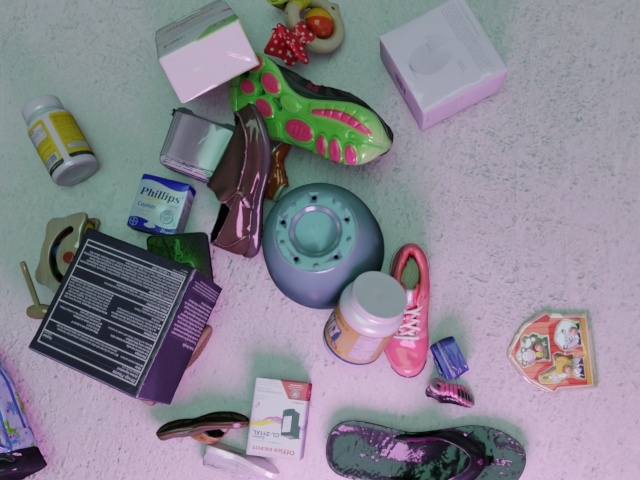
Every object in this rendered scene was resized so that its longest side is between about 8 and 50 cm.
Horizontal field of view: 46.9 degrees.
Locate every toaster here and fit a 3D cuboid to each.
[{"bbox_3d":[-0.293,-0.226,1.801,0.226,0.129,0.147,21,84,7],"label":"toaster"}]

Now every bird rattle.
[{"bbox_3d":[-0.029,-0.538,1.818,0.206,0.143,0.254,6,59,-28],"label":"bird rattle"}]

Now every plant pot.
[{"bbox_3d":[0.000,0.000,1.677,0.292,0.235,0.293,-1,79,4],"label":"plant pot"}]

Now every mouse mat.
[{"bbox_3d":[-0.334,0.075,1.772,0.152,0.007,0.190,-4,103,4],"label":"mouse mat"}]

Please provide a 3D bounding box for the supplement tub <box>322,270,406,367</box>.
[{"bbox_3d":[0.097,0.173,1.618,0.144,0.200,0.144,10,49,-12],"label":"supplement tub"}]

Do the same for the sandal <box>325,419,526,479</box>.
[{"bbox_3d":[0.231,0.490,1.629,0.445,0.107,0.168,2,80,5],"label":"sandal"}]

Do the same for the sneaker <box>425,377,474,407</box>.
[{"bbox_3d":[0.293,0.355,1.685,0.119,0.057,0.047,24,40,-8],"label":"sneaker"}]

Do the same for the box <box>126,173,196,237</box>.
[{"bbox_3d":[-0.389,-0.081,1.810,0.126,0.072,0.137,14,80,7],"label":"box"}]

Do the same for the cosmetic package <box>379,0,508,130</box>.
[{"bbox_3d":[0.292,-0.427,1.780,0.224,0.138,0.224,-27,78,1],"label":"cosmetic package"}]

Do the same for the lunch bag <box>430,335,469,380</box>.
[{"bbox_3d":[0.292,0.274,1.684,0.065,0.067,0.098,-25,79,1],"label":"lunch bag"}]

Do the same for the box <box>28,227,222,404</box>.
[{"bbox_3d":[-0.428,0.171,1.643,0.296,0.183,0.294,20,77,19],"label":"box"}]

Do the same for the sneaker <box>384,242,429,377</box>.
[{"bbox_3d":[0.192,0.153,1.681,0.115,0.136,0.314,1,80,6],"label":"sneaker"}]

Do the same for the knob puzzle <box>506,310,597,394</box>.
[{"bbox_3d":[0.525,0.255,1.686,0.213,0.030,0.213,-1,80,5],"label":"knob puzzle"}]

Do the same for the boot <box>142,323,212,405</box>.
[{"bbox_3d":[-0.400,0.240,1.740,0.207,0.090,0.248,42,89,9],"label":"boot"}]

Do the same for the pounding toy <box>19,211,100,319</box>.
[{"bbox_3d":[-0.604,0.061,1.759,0.154,0.155,0.270,8,80,11],"label":"pounding toy"}]

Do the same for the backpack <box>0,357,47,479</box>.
[{"bbox_3d":[-0.828,0.394,1.690,0.290,0.273,0.356,-21,66,8],"label":"backpack"}]

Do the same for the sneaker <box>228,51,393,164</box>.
[{"bbox_3d":[-0.033,-0.305,1.781,0.482,0.202,0.185,34,108,26],"label":"sneaker"}]

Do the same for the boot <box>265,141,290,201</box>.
[{"bbox_3d":[-0.102,-0.172,1.812,0.084,0.059,0.158,29,92,7],"label":"boot"}]

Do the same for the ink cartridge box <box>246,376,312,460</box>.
[{"bbox_3d":[-0.093,0.407,1.691,0.127,0.072,0.175,5,79,5],"label":"ink cartridge box"}]

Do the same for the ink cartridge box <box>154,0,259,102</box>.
[{"bbox_3d":[-0.285,-0.471,1.795,0.207,0.353,0.119,-27,119,0],"label":"ink cartridge box"}]

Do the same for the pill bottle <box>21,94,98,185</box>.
[{"bbox_3d":[-0.653,-0.251,1.842,0.119,0.119,0.209,-31,78,-1],"label":"pill bottle"}]

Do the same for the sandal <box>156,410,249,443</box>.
[{"bbox_3d":[-0.268,0.439,1.697,0.219,0.090,0.060,-12,95,1],"label":"sandal"}]

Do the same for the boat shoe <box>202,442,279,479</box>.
[{"bbox_3d":[-0.185,0.519,1.685,0.184,0.066,0.063,17,92,7],"label":"boat shoe"}]

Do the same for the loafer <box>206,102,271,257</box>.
[{"bbox_3d":[-0.193,-0.131,1.695,0.130,0.134,0.366,0,107,-18],"label":"loafer"}]
